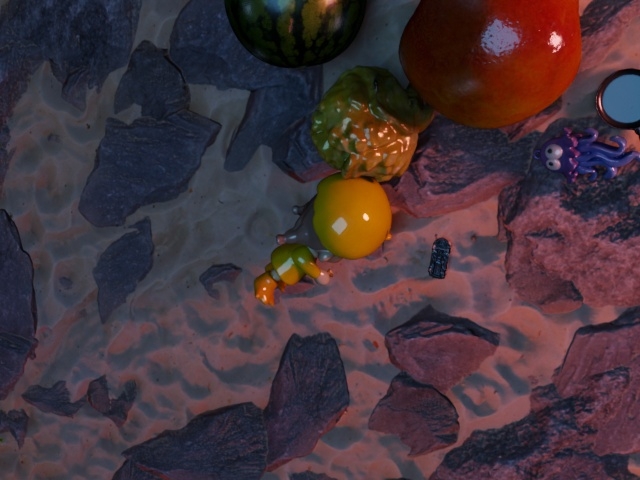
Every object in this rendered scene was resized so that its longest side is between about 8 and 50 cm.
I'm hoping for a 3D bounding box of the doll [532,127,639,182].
[{"bbox_3d":[0.505,-0.163,1.408,0.205,0.067,0.110,3,113,33],"label":"doll"}]

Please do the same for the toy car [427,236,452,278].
[{"bbox_3d":[0.255,0.037,1.577,0.041,0.025,0.093,14,109,17],"label":"toy car"}]

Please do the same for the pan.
[{"bbox_3d":[0.594,-0.218,1.378,0.114,0.040,0.212,-26,86,23],"label":"pan"}]

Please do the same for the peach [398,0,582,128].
[{"bbox_3d":[0.302,-0.355,1.336,0.332,0.308,0.308,-7,99,28],"label":"peach"}]

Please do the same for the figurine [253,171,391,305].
[{"bbox_3d":[0.000,0.000,1.569,0.187,0.215,0.343,41,114,-19],"label":"figurine"}]

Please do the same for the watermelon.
[{"bbox_3d":[-0.052,-0.478,1.452,0.285,0.285,0.285,5,103,21],"label":"watermelon"}]

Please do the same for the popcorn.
[{"bbox_3d":[0.108,-0.241,1.474,0.266,0.192,0.233,-25,71,-18],"label":"popcorn"}]
